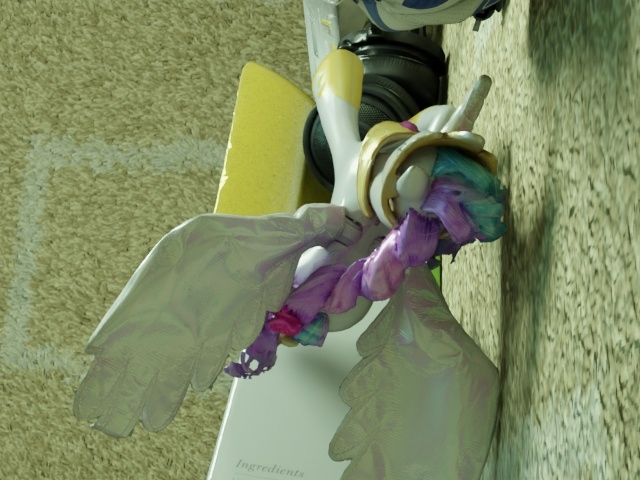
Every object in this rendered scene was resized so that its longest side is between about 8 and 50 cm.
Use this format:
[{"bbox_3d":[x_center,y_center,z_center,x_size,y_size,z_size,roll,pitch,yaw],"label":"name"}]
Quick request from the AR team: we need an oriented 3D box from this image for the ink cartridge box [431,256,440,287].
[{"bbox_3d":[0.073,0.123,1.642,0.255,0.097,0.189,98,177,-53],"label":"ink cartridge box"}]

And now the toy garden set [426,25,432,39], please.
[{"bbox_3d":[0.131,-0.359,1.963,0.244,0.049,0.204,96,179,-47],"label":"toy garden set"}]

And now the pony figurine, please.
[{"bbox_3d":[0.010,0.022,1.107,0.351,0.302,0.363,-63,13,6],"label":"pony figurine"}]

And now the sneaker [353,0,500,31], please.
[{"bbox_3d":[0.101,-0.198,0.949,0.315,0.182,0.127,-5,-77,-61],"label":"sneaker"}]

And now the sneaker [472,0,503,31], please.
[{"bbox_3d":[0.137,-0.211,1.251,0.098,0.038,0.069,101,174,-85],"label":"sneaker"}]

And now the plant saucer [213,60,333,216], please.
[{"bbox_3d":[0.000,0.000,1.732,0.333,0.081,0.333,46,-136,-46],"label":"plant saucer"}]

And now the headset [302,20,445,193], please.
[{"bbox_3d":[0.038,-0.159,1.668,0.243,0.185,0.394,-70,-24,-46],"label":"headset"}]

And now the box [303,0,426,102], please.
[{"bbox_3d":[0.061,-0.255,1.833,0.183,0.056,0.231,-45,-35,-34],"label":"box"}]

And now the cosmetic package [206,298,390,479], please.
[{"bbox_3d":[-0.015,0.254,1.268,0.453,0.161,0.230,-77,-6,-46],"label":"cosmetic package"}]
